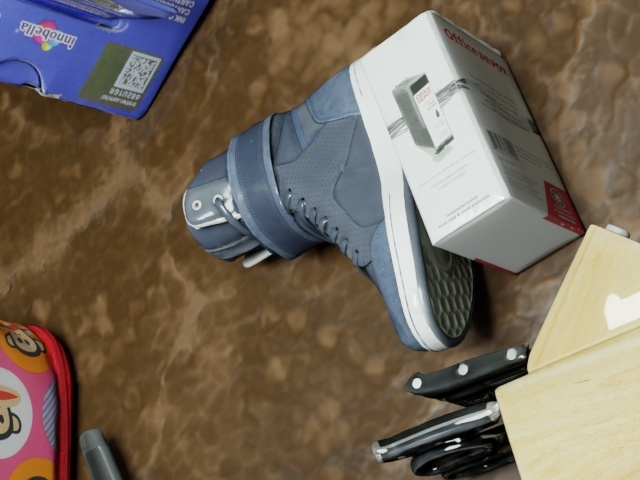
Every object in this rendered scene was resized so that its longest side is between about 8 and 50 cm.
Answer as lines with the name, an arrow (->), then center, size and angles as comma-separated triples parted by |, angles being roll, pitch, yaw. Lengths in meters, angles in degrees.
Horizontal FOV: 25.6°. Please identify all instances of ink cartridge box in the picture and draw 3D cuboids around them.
ink cartridge box -> -0.262, -0.235, 1.034 | 0.395, 0.270, 0.151 | 44, 110, 35
ink cartridge box -> 0.090, -0.057, 0.842 | 0.056, 0.099, 0.135 | -34, 60, 26

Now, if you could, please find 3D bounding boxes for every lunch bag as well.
lunch bag -> -0.321, 0.195, 1.060 | 0.293, 0.120, 0.258 | -12, 72, 32

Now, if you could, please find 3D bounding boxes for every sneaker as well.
sneaker -> 0.001, 0.000, 0.881 | 0.163, 0.086, 0.226 | -27, 47, 18

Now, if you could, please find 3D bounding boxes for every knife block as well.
knife block -> 0.166, 0.128, 0.748 | 0.276, 0.088, 0.242 | 26, 94, 37

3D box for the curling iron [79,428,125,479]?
curling iron -> -0.097, 0.238, 0.942 | 0.068, 0.035, 0.274 | -43, 58, 14
